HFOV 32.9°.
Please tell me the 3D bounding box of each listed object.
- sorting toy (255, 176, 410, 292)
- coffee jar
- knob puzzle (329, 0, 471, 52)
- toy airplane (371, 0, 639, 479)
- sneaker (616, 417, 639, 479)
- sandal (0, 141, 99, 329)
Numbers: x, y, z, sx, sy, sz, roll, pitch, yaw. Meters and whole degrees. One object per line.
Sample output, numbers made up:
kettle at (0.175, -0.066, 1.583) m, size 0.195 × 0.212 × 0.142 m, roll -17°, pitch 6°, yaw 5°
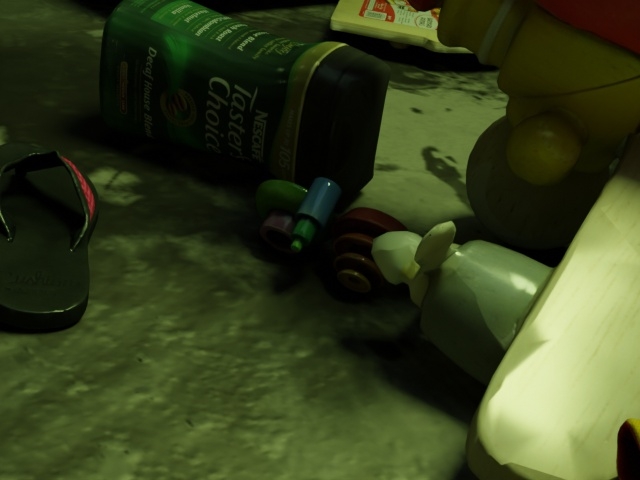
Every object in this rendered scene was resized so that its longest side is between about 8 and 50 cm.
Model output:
sorting toy at (0.000, 0.000, 0.591) m, size 0.102 × 0.061 × 0.042 m, roll 15°, pitch 61°, yaw 26°
coffee jar at (-0.048, -0.093, 0.695) m, size 0.184 × 0.096 × 0.079 m, roll 19°, pitch 31°, yaw 19°
knob puzzle at (0.113, -0.202, 1.033) m, size 0.213 × 0.030 × 0.213 m, roll 8°, pitch 26°, yaw -4°
toy airplane at (0.196, -0.059, 0.583) m, size 0.386 × 0.272 × 0.385 m, roll 3°, pitch 66°, yaw -31°
sneaker at (0.152, 0.081, 0.398) m, size 0.175 × 0.064 × 0.067 m, roll -26°, pitch 66°, yaw -22°
sandal at (-0.148, -0.017, 0.574) m, size 0.067 × 0.040 × 0.179 m, roll 1°, pitch 28°, yaw -17°
